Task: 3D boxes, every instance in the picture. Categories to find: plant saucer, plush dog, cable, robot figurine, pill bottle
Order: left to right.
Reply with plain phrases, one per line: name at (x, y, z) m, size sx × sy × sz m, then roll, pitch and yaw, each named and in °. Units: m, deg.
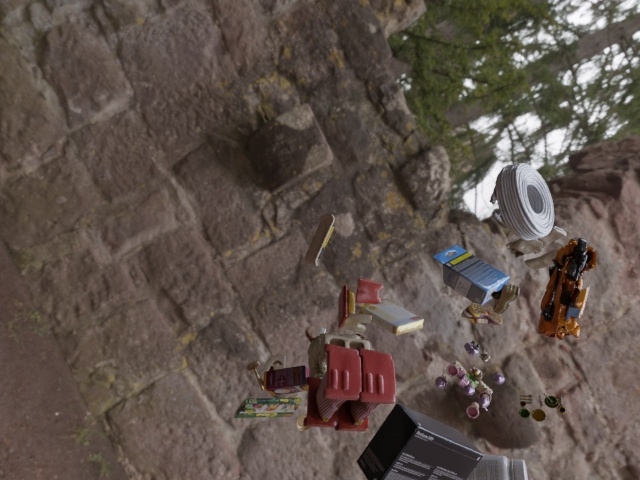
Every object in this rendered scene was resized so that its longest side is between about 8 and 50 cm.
plant saucer at (-0.071, 0.797, 2.078) m, size 0.083 × 0.083 × 0.015 m, roll 63°, pitch -13°, yaw -22°
plush dog at (0.064, 0.414, 1.792) m, size 0.262 × 0.226 × 0.210 m, roll -34°, pitch 101°, yaw -47°
pill bottle at (0.715, 0.990, 1.987) m, size 0.160 × 0.283 × 0.160 m, roll -9°, pitch 90°, yaw -66°
cable at (0.658, -0.129, 1.519) m, size 0.257 × 0.089 × 0.257 m, roll 37°, pitch 55°, yaw -26°
robot figurine at (0.708, 0.135, 1.356) m, size 0.085 × 0.290 × 0.211 m, roll 19°, pitch -12°, yaw 9°

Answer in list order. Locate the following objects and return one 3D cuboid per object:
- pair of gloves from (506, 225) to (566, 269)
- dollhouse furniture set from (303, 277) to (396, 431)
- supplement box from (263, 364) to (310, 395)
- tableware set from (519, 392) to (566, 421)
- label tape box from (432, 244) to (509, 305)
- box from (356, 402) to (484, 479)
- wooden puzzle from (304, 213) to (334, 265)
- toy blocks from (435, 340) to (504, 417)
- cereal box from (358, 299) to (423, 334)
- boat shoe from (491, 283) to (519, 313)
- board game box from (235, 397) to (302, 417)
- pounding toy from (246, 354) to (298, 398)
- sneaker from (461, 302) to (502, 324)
pair of gloves at (0.821, 0.040, 1.732) m, size 0.240 × 0.204 × 0.042 m, roll 32°, pitch 52°, yaw -32°
dollhouse furniture set at (0.062, 0.236, 1.118) m, size 0.201 × 0.152 × 0.373 m, roll 111°, pitch -14°, yaw -47°
supplement box at (-0.129, 0.582, 1.960) m, size 0.104 × 0.188 × 0.080 m, roll 55°, pitch 27°, yaw -53°
tableware set at (0.801, 0.604, 1.710) m, size 0.104 × 0.154 × 0.024 m, roll -73°, pitch 151°, yaw -41°
label tape box at (0.769, 0.176, 2.463) m, size 0.334 × 0.241 × 0.105 m, roll 36°, pitch -50°, yaw 34°
box at (0.250, 0.540, 1.169) m, size 0.261 × 0.184 × 0.103 m, roll 33°, pitch 5°, yaw -29°
wooden puzzle at (0.000, 0.000, 2.167) m, size 0.044 × 0.238 × 0.221 m, roll 21°, pitch -4°, yaw -13°
toy blocks at (0.800, 0.752, 2.520) m, size 0.289 × 0.308 × 0.260 m, roll 42°, pitch 15°, yaw 20°
cereal box at (0.313, 0.340, 2.112) m, size 0.240 × 0.173 × 0.047 m, roll 26°, pitch -65°, yaw 48°
boat shoe at (0.675, 0.212, 1.768) m, size 0.190 × 0.072 × 0.068 m, roll 97°, pitch 12°, yaw -53°
board game box at (-0.223, 0.721, 2.035) m, size 0.136 × 0.260 × 0.030 m, roll -56°, pitch -143°, yaw 39°
pounding toy at (-0.208, 0.649, 2.239) m, size 0.269 × 0.154 × 0.154 m, roll 42°, pitch -30°, yaw 19°
sneaker at (0.691, 0.325, 2.025) m, size 0.186 × 0.084 × 0.069 m, roll 24°, pitch 45°, yaw -18°
